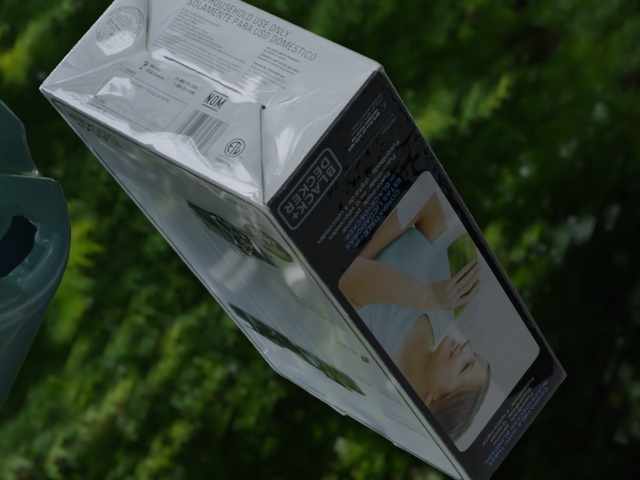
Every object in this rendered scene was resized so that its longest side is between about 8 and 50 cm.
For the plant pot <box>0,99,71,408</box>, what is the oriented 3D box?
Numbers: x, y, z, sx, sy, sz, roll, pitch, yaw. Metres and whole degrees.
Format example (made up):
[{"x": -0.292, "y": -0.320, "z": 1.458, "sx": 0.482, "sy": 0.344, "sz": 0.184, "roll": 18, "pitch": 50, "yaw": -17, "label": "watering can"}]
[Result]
[{"x": -0.300, "y": 0.072, "z": 0.929, "sx": 0.334, "sy": 0.341, "sz": 0.341, "roll": -55, "pitch": -5, "yaw": 28, "label": "plant pot"}]

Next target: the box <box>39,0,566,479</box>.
[{"x": 0.000, "y": 0.000, "z": 1.014, "sx": 0.087, "sy": 0.169, "sz": 0.290, "roll": -51, "pitch": -40, "yaw": -13, "label": "box"}]
